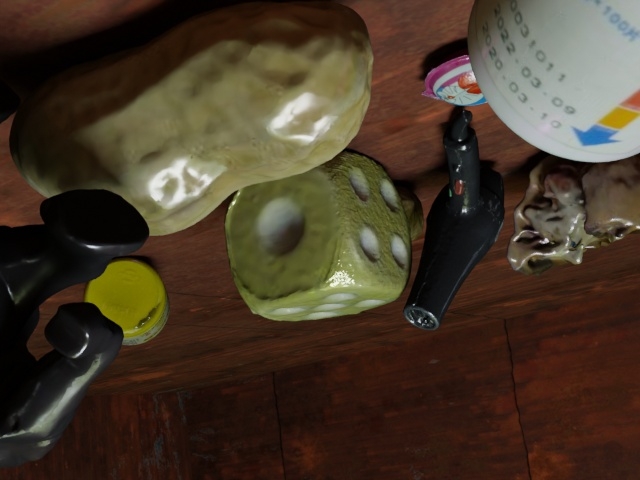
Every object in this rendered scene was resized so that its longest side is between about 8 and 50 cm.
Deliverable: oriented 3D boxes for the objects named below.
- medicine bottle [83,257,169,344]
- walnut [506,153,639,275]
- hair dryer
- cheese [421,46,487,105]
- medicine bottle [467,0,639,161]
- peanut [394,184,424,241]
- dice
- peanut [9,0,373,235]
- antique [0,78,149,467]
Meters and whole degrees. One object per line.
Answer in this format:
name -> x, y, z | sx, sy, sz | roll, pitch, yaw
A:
medicine bottle -> -0.301, 0.108, 1.346 | 0.122, 0.121, 0.212 | -6, 166, -7
walnut -> 0.347, -0.051, 1.072 | 0.204, 0.141, 0.238 | -13, 167, -30
hair dryer -> 0.145, -0.049, 0.957 | 0.091, 0.235, 0.271 | 15, 148, 24
cheese -> 0.154, -0.154, 0.751 | 0.095, 0.038, 0.145 | 5, 162, -42
medicine bottle -> 0.206, -0.167, 0.467 | 0.170, 0.170, 0.293 | -5, 166, -13
peanut -> 0.092, -0.022, 1.153 | 0.089, 0.089, 0.193 | -6, 161, -9
dice -> 0.000, 0.000, 1.007 | 0.169, 0.166, 0.169 | -16, 163, 30
peanut -> -0.100, -0.089, 0.649 | 0.313, 0.152, 0.152 | -16, 164, 21
antique -> -0.288, 0.024, 0.603 | 0.255, 0.322, 0.185 | -55, 168, 28
